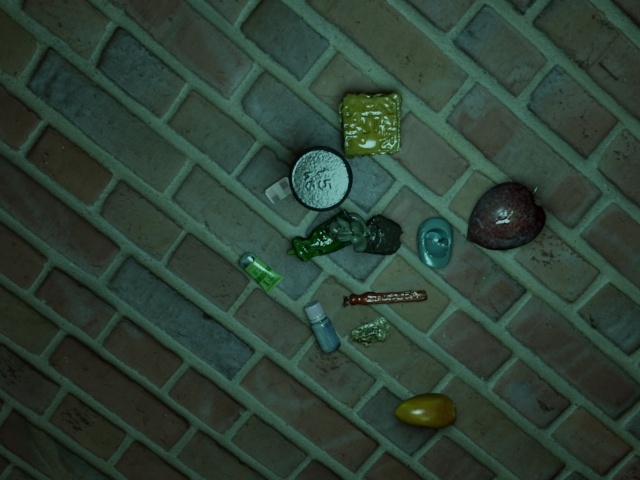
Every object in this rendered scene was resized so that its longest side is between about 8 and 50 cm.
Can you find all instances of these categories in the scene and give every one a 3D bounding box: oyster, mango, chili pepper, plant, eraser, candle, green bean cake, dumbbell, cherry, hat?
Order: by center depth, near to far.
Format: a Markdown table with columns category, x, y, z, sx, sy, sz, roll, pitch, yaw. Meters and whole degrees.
| category | x | y | z | sx | sy | sz | roll | pitch | yaw |
| --- | --- | --- | --- | --- | --- | --- | --- | --- | --- |
| dumbbell | 0.006 | -0.218 | 1.504 | 0.203 | 0.322 | 0.204 | 0 | 101 | 2 |
| green bean cake | 0.177 | -0.409 | 1.559 | 0.223 | 0.131 | 0.230 | -2 | 100 | 3 |
| cherry | 0.659 | -0.078 | 1.569 | 0.300 | 0.203 | 0.230 | -37 | 99 | 22 |
| plant | 0.159 | -0.022 | 1.573 | 0.274 | 0.146 | 0.149 | 10 | 71 | -37 |
| hat | 0.427 | 0.012 | 1.659 | 0.138 | 0.078 | 0.191 | 7 | 82 | -7 |
| chili pepper | 0.000 | 0.000 | 1.662 | 0.270 | 0.099 | 0.136 | -26 | 124 | 1 |
| eraser | -0.154 | -0.191 | 1.666 | 0.105 | 0.026 | 0.065 | -35 | 100 | 7 |
| candle | 0.252 | 0.223 | 1.717 | 0.328 | 0.048 | 0.051 | -4 | 114 | 2 |
| oyster | 0.199 | 0.374 | 1.745 | 0.165 | 0.053 | 0.109 | -18 | 110 | -2 |
| mango | 0.415 | 0.678 | 1.747 | 0.251 | 0.154 | 0.126 | 3 | 93 | -12 |

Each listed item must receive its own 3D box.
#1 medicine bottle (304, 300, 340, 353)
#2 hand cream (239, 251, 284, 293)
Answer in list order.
| category | x | y | z | sx | sy | sz | roll | pitch | yaw |
| --- | --- | --- | --- | --- | --- | --- | --- | --- | --- |
| medicine bottle | 0.006 | 0.339 | 1.728 | 0.083 | 0.083 | 0.203 | -23 | 100 | 6 |
| hand cream | -0.238 | 0.121 | 1.717 | 0.175 | 0.046 | 0.095 | 43 | 97 | -7 |
